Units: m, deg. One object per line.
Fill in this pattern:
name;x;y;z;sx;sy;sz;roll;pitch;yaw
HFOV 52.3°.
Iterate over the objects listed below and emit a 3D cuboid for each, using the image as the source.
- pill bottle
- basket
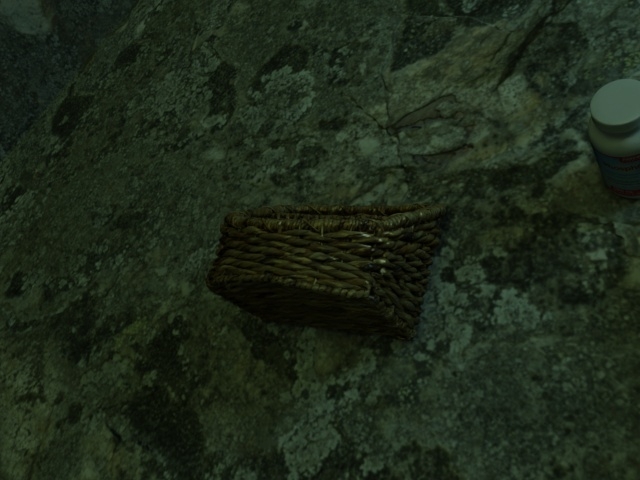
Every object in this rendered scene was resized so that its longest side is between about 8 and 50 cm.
pill bottle;0.385;-0.126;0.813;0.087;0.160;0.087;-16;56;26
basket;0.000;0.000;0.958;0.299;0.213;0.223;3;67;34
